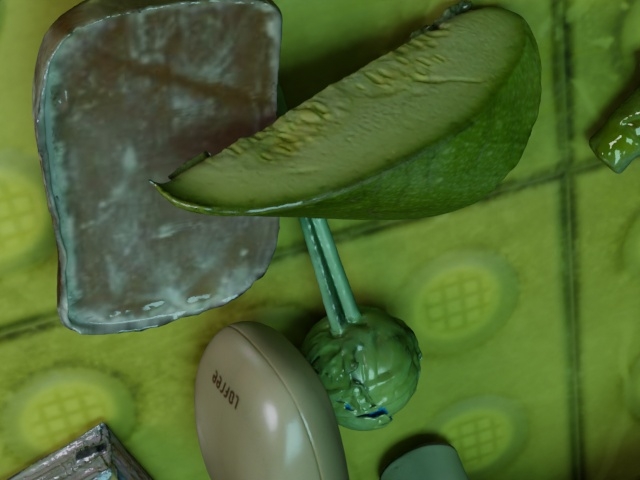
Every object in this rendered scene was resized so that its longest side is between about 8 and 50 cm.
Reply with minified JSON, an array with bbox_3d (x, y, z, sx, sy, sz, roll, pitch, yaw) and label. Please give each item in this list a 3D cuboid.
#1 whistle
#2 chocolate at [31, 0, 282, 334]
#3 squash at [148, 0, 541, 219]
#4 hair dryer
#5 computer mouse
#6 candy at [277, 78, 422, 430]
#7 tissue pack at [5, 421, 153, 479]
[{"bbox_3d":[0.274,-0.132,0.950,0.104,0.057,0.198,31,117,-22],"label":"whistle"},{"bbox_3d":[-0.111,-0.060,0.849,0.156,0.080,0.254,-14,134,-18],"label":"chocolate"},{"bbox_3d":[0.033,-0.075,0.811,0.252,0.093,0.169,0,122,-52],"label":"squash"},{"bbox_3d":[0.095,0.298,1.154,0.073,0.131,0.236,-9,140,-16],"label":"hair dryer"},{"bbox_3d":[-0.037,0.170,0.992,0.082,0.145,0.237,-26,134,-22],"label":"computer mouse"},{"bbox_3d":[0.000,0.000,0.941,0.093,0.092,0.336,0,124,27],"label":"candy"},{"bbox_3d":[-0.178,0.233,1.041,0.115,0.065,0.155,-30,127,4],"label":"tissue pack"}]
